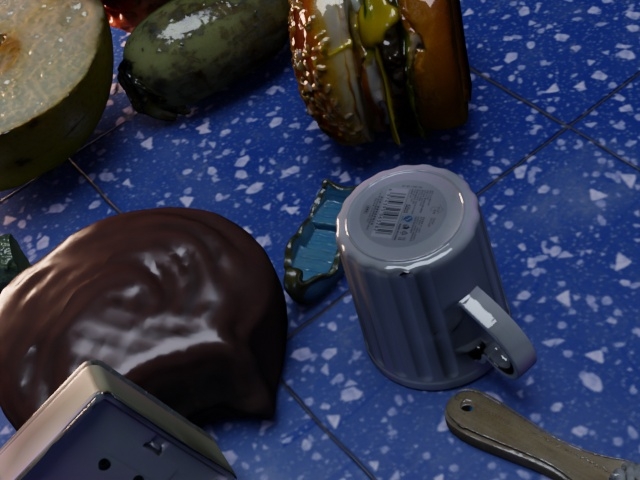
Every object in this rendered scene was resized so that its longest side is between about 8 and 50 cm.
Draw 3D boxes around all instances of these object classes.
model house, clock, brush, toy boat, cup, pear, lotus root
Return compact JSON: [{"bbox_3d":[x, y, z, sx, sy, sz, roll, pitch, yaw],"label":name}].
[{"bbox_3d":[-0.417,0.043,1.340,0.083,0.079,0.066,-21,45,-1],"label":"model house"},{"bbox_3d":[-0.197,0.223,1.016,0.147,0.192,0.071,-46,36,2],"label":"clock"},{"bbox_3d":[0.257,0.218,1.005,0.327,0.065,0.070,24,60,34],"label":"brush"},{"bbox_3d":[0.000,0.000,1.258,0.075,0.077,0.185,11,53,23],"label":"toy boat"},{"bbox_3d":[0.131,0.040,1.100,0.221,0.202,0.167,8,54,25],"label":"cup"},{"bbox_3d":[-0.454,-0.189,1.479,0.340,0.191,0.386,32,63,31],"label":"pear"},{"bbox_3d":[-0.149,-0.296,1.520,0.309,0.173,0.173,-28,48,-13],"label":"lotus root"}]

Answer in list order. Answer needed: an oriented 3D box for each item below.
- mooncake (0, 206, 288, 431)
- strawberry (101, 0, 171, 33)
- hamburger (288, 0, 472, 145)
[{"bbox_3d":[-0.206,0.118,1.153,0.325,0.174,0.334,-1,48,12],"label":"mooncake"},{"bbox_3d":[-0.260,-0.401,1.543,0.265,0.336,0.149,-21,84,18],"label":"strawberry"},{"bbox_3d":[0.073,-0.253,1.340,0.225,0.291,0.291,-9,48,9],"label":"hamburger"}]
